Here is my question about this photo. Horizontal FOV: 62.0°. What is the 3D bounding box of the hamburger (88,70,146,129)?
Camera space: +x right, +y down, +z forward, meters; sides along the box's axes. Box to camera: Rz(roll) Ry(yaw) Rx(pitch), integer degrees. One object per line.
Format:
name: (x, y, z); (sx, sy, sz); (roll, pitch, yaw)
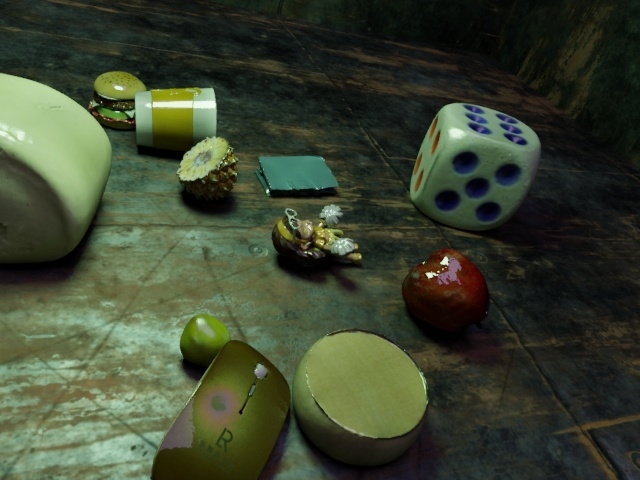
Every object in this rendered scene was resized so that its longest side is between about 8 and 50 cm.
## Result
hamburger: (-0.587, -0.418, 1.555); (0.175, 0.137, 0.175); (11, 34, -7)

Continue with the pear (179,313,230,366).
pear: (-0.209, 0.180, 0.976); (0.092, 0.097, 0.092); (-6, 11, 1)

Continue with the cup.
cup: (-0.412, -0.348, 1.525); (0.225, 0.186, 0.241); (-2, 21, -19)

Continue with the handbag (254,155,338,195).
handbag: (-0.070, -0.186, 1.556); (0.221, 0.057, 0.144); (-3, 45, -28)

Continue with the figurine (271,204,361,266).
figurine: (-0.002, 0.000, 1.287); (0.239, 0.116, 0.175); (7, 39, -26)

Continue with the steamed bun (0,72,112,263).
steamed bun: (-0.671, -0.177, 1.064); (0.455, 0.290, 0.371); (9, 36, -14)

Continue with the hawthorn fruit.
hawthorn fruit: (0.296, 0.124, 1.217); (0.202, 0.185, 0.185); (44, 40, 7)

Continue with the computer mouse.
computer mouse: (-0.144, 0.286, 0.853); (0.158, 0.072, 0.310); (42, 35, -8)

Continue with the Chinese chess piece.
Chinese chess piece: (0.072, 0.276, 0.966); (0.249, 0.103, 0.250); (12, 37, -9)

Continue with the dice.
dice: (0.465, -0.224, 1.633); (0.303, 0.305, 0.277); (16, 36, -3)

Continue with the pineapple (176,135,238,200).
pineapple: (-0.269, -0.163, 1.378); (0.161, 0.137, 0.176); (-42, 45, -9)
